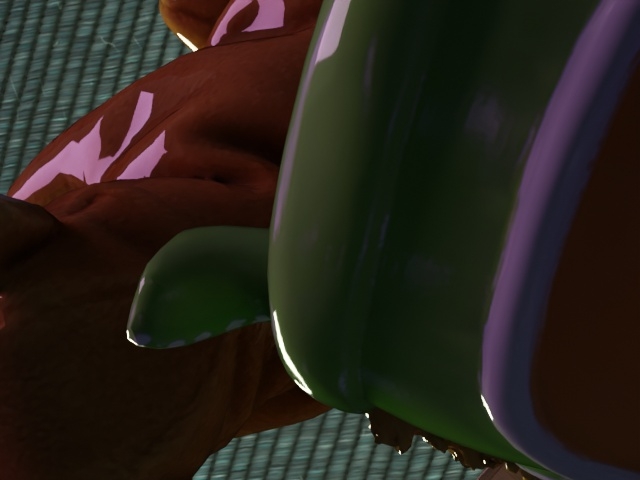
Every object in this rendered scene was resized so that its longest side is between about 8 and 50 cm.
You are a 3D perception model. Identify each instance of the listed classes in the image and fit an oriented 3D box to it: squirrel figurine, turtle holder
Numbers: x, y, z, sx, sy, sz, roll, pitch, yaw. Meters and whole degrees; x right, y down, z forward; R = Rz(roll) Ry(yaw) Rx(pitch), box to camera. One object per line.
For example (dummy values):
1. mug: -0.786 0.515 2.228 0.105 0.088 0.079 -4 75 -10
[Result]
1. squirrel figurine: 0.000 0.000 0.892 0.370 0.397 0.281 -29 -73 -51
2. turtle holder: 0.108 -0.053 0.540 0.320 0.227 0.243 -16 -56 -78

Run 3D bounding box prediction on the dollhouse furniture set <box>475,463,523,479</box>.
1. dollhouse furniture set: 0.220 0.107 1.087 0.242 0.161 0.212 -49 -9 3
